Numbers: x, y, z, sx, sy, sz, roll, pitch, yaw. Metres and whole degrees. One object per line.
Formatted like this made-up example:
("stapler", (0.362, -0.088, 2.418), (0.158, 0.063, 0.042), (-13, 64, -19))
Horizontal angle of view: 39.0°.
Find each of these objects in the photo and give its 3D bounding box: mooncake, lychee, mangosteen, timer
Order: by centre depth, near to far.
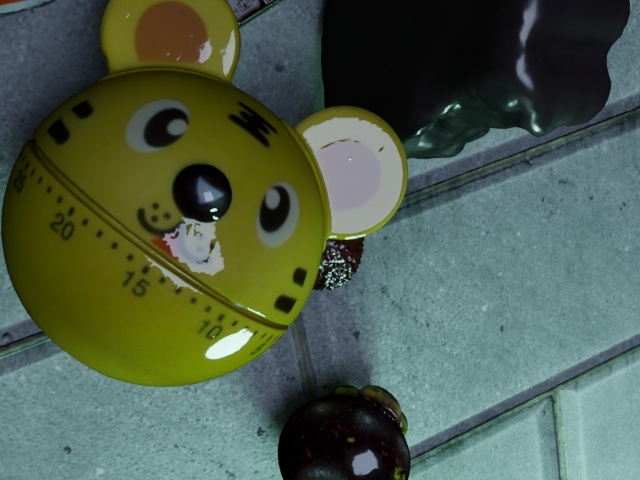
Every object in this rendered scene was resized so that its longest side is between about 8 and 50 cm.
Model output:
("timer", (-0.139, -0.048, 0.963), (0.376, 0.376, 0.387), (36, 95, -33))
("mooncake", (0.168, -0.258, 1.049), (0.212, 0.381, 0.350), (-8, 99, -33))
("lychee", (0.003, 0.000, 1.198), (0.129, 0.123, 0.123), (-47, 123, -17))
("mangosteen", (0.043, 0.286, 1.297), (0.192, 0.192, 0.217), (61, 36, -29))

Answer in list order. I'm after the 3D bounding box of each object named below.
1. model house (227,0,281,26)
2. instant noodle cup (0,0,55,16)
("model house", (-0.098, -0.297, 1.055), (0.167, 0.117, 0.088), (-36, 104, -12))
("instant noodle cup", (-0.332, -0.337, 0.875), (0.193, 0.193, 0.212), (-19, 124, -22))
